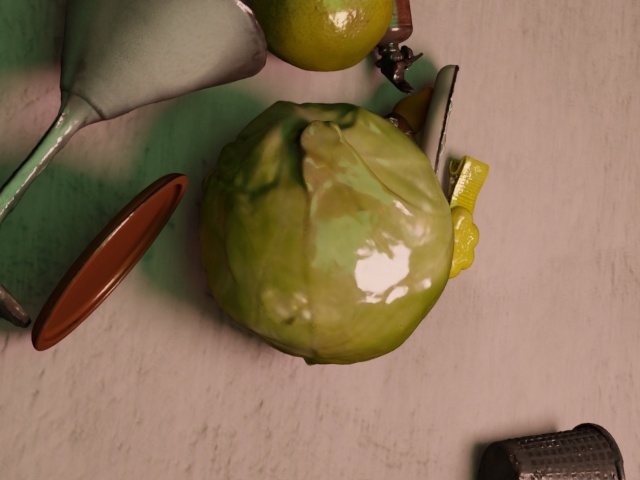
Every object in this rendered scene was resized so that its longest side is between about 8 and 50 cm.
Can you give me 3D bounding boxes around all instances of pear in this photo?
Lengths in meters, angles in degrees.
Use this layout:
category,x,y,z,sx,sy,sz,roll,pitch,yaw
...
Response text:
category,x,y,z,sx,sy,sz,roll,pitch,yaw
pear,-0.001,-0.321,1.463,0.180,0.166,0.216,-12,106,-13

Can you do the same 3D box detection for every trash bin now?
category,x,y,z,sx,sy,sz,roll,pitch,yaw
trash bin,0.313,0.343,1.619,0.161,0.175,0.175,3,86,-20

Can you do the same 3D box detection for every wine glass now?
category,x,y,z,sx,sy,sz,roll,pitch,yaw
wine glass,-0.279,-0.125,1.262,0.267,0.267,0.406,42,73,-21

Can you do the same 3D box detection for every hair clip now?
category,x,y,z,sx,sy,sz,roll,pitch,yaw
hair clip,0.197,-0.030,1.633,0.072,0.046,0.173,19,80,-24

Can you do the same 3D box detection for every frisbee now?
category,x,y,z,sx,sy,sz,roll,pitch,yaw
frisbee,-0.231,0.021,1.276,0.021,0.251,0.251,40,67,1

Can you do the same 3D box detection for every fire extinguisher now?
category,x,y,z,sx,sy,sz,roll,pitch,yaw
fire extinguisher,0.085,-0.313,1.550,0.075,0.106,0.252,-6,89,-3

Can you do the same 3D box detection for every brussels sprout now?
category,x,y,z,sx,sy,sz,roll,pitch,yaw
brussels sprout,0.000,0.000,1.402,0.328,0.247,0.328,4,75,-14

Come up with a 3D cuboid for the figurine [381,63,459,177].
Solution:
category,x,y,z,sx,sy,sz,roll,pitch,yaw
figurine,0.100,-0.141,1.568,0.141,0.167,0.250,10,49,7
